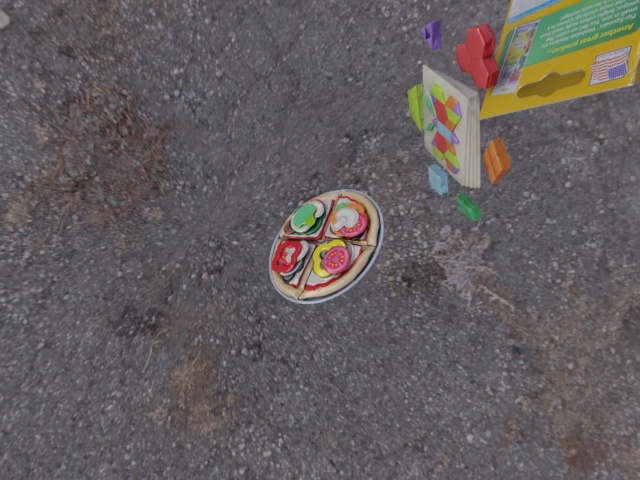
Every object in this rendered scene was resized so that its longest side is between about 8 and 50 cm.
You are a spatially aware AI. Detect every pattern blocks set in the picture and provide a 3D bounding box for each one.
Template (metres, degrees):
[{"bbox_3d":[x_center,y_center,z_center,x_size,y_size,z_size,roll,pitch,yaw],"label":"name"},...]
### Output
[{"bbox_3d":[0.213,-0.187,0.739,0.026,0.285,0.325,-22,121,-5],"label":"pattern blocks set"}]

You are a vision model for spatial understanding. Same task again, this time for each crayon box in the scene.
[{"bbox_3d":[0.341,-0.302,0.568,0.083,0.203,0.323,20,84,-29],"label":"crayon box"}]

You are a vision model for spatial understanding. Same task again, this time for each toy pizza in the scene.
[{"bbox_3d":[0.000,0.000,0.679,0.201,0.201,0.032,-52,134,-7],"label":"toy pizza"}]
